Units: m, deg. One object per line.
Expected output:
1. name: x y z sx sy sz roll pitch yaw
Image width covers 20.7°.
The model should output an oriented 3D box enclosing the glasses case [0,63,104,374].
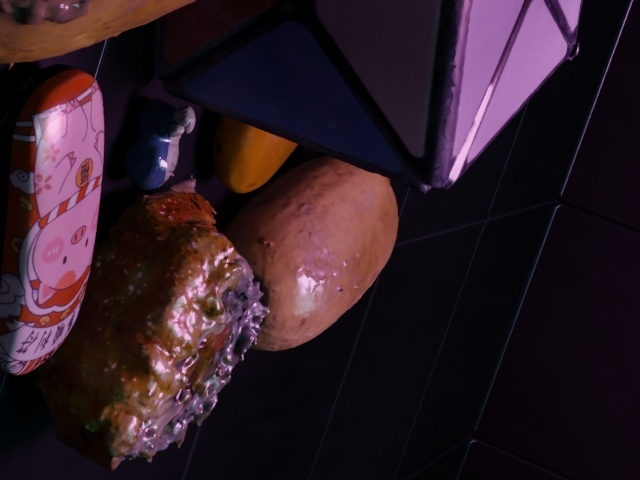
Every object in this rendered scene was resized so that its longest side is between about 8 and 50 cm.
1. glasses case: -0.221 -0.013 1.376 0.103 0.067 0.267 -42 149 -51

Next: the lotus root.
1. lotus root: 0.000 0.000 1.890 0.342 0.151 0.169 -40 148 -50

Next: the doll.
1. doll: -0.143 -0.084 1.547 0.076 0.050 0.083 -64 175 -88

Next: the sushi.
1. sushi: -0.146 0.073 1.573 0.274 0.139 0.184 -58 163 -9

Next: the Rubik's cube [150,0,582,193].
1. Rubik's cube: 0.053 -0.272 1.497 0.310 0.305 0.307 -44 148 -46

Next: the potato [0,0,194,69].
1. potato: -0.168 -0.207 1.087 0.266 0.229 0.229 -48 154 -43

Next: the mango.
1. mango: -0.047 -0.132 1.710 0.178 0.090 0.115 -56 168 -10
